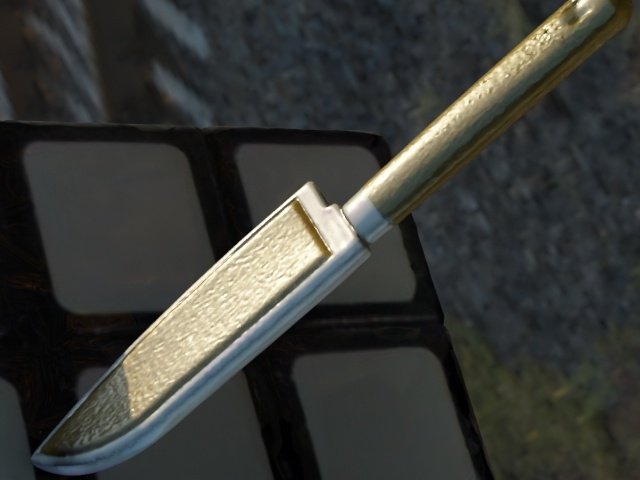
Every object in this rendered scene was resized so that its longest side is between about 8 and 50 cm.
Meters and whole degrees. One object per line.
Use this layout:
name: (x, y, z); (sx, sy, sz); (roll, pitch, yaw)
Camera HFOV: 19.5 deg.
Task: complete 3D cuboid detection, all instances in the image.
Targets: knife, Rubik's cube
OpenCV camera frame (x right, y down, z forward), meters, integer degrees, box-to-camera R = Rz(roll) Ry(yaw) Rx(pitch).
knife: (0.001, 0.001, 0.621); (0.022, 0.256, 0.046); (41, -169, -41)
Rubik's cube: (-0.124, 0.146, 0.794); (0.305, 0.304, 0.301); (-42, 57, 50)
